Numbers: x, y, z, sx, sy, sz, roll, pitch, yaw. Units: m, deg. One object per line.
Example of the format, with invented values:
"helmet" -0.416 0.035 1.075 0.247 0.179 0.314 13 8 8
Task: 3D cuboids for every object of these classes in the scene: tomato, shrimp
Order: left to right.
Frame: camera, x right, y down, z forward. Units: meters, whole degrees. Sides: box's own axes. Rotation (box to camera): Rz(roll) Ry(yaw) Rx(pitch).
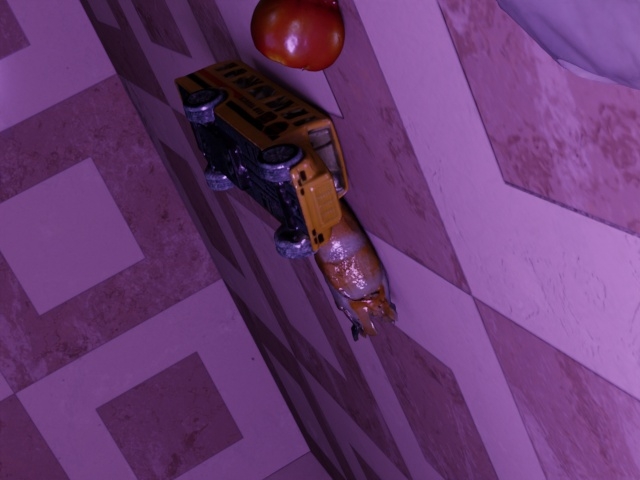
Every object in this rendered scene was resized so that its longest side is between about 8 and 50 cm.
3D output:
"tomato" -0.019 -0.192 0.928 0.087 0.087 0.075 46 126 53
"shrimp" -0.002 -0.017 1.312 0.287 0.068 0.185 48 162 53

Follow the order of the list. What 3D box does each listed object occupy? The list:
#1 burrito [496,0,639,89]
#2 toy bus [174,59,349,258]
"burrito" 0.158 -0.107 0.288 0.445 0.101 0.138 -156 52 -71
"toy bus" -0.063 -0.107 1.207 0.335 0.123 0.121 40 151 53
